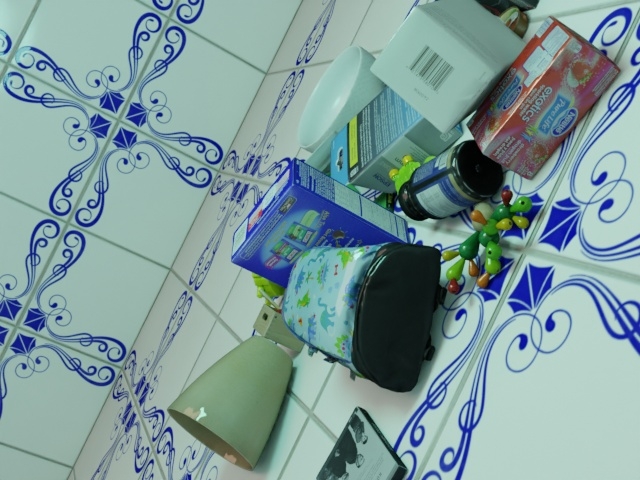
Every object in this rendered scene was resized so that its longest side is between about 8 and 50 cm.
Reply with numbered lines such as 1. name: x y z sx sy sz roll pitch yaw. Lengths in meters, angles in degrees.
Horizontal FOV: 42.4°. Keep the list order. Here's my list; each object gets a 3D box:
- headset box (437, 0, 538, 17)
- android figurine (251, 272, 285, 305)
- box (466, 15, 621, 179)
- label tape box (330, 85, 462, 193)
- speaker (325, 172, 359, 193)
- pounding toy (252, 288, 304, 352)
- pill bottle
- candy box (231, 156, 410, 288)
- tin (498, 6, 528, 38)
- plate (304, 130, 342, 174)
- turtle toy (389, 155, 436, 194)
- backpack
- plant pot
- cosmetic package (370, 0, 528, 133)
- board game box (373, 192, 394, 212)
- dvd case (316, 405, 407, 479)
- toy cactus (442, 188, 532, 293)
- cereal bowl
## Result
1. headset box: 0.362 -0.608 1.871 0.110 0.218 0.293 -66 21 -3
2. android figurine: -0.150 0.049 2.338 0.056 0.248 0.273 -7 64 16
3. box: 0.399 -0.257 1.503 0.257 0.122 0.128 -54 22 24
4. label tape box: 0.173 -0.250 1.997 0.347 0.115 0.249 -42 29 32
5. speaker: -0.018 -0.033 2.221 0.297 0.131 0.131 -55 22 20
6. pounding toy: -0.107 0.206 2.140 0.100 0.130 0.141 -64 21 -2
7. pill bottle: 0.256 -0.113 1.673 0.219 0.122 0.123 -27 41 57
8. candy box: 0.000 0.000 1.870 0.268 0.317 0.122 -48 24 32
9. tin: 0.393 -0.440 1.856 0.190 0.040 0.106 -48 30 35
10. plate: -0.027 -0.144 2.265 0.278 0.045 0.277 -49 -14 -10
11. turtle toy: 0.220 -0.144 1.870 0.130 0.066 0.095 -45 51 34
12. backpack: 0.073 0.131 1.688 0.355 0.273 0.290 -168 90 -81
13. plant pot: -0.195 0.378 2.037 0.274 0.256 0.256 -55 16 -24
14. cosmetic package: 0.269 -0.360 1.623 0.155 0.197 0.365 -52 -8 29
15. board game box: 0.097 -0.008 2.058 0.259 0.030 0.136 -43 26 42
16. dvd case: 0.072 0.448 1.578 0.179 0.029 0.238 -61 22 6
17. toy cactus: 0.297 -0.017 1.519 0.180 0.112 0.219 -81 17 -60
18. cereal bowl: 0.077 -0.388 2.390 0.339 0.141 0.339 -49 25 34
